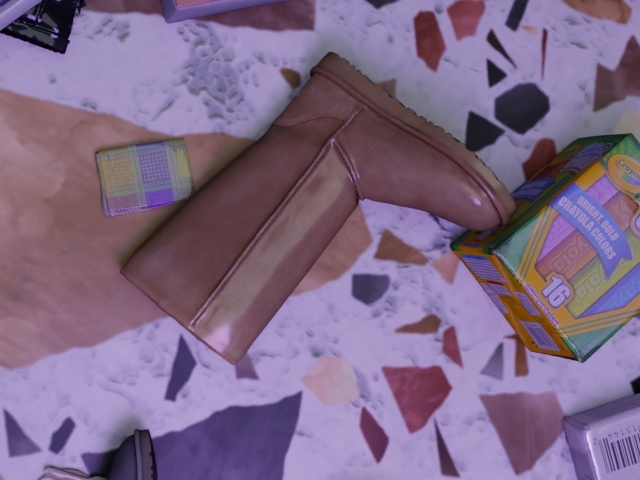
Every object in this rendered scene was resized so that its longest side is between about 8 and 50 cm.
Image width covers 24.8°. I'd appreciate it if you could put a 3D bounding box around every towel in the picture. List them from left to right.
[{"bbox_3d":[-0.156,-0.056,1.284,0.083,0.009,0.060,-11,92,-12],"label":"towel"}]

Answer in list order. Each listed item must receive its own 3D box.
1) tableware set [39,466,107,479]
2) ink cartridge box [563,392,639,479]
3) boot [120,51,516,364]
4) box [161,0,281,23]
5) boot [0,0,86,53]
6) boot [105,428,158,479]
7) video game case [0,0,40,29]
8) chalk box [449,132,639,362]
[{"bbox_3d":[-0.214,0.290,1.269,0.141,0.020,0.168,32,84,-10],"label":"tableware set"},{"bbox_3d":[0.403,0.250,1.369,0.296,0.066,0.261,-16,94,-10],"label":"ink cartridge box"},{"bbox_3d":[0.000,0.000,1.259,0.236,0.089,0.269,37,81,19],"label":"boot"},{"bbox_3d":[-0.085,-0.287,1.255,0.130,0.091,0.170,-13,93,-11],"label":"box"},{"bbox_3d":[-0.252,-0.224,1.246,0.121,0.045,0.099,19,85,-11],"label":"boot"},{"bbox_3d":[-0.244,0.250,1.228,0.208,0.076,0.189,3,82,-2],"label":"boot"},{"bbox_3d":[-0.310,-0.252,1.216,0.201,0.023,0.183,-38,77,-9],"label":"video game case"},{"bbox_3d":[0.249,-0.011,1.303,0.213,0.132,0.132,-41,98,-9],"label":"chalk box"}]
